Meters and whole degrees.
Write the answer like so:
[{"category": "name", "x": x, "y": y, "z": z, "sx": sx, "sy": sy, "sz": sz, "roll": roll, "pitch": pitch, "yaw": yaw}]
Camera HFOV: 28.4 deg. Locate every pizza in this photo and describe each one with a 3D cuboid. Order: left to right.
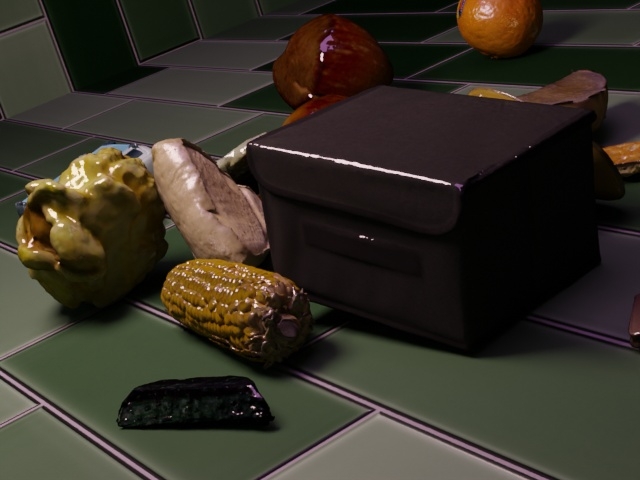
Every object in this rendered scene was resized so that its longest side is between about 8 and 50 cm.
[{"category": "pizza", "x": 0.439, "y": -0.111, "z": 1.765, "sx": 0.160, "sy": 0.035, "sz": 0.099, "roll": -8, "pitch": 21, "yaw": 26}]

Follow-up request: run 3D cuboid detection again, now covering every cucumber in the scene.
[{"category": "cucumber", "x": -0.133, "y": 0.181, "z": 1.444, "sx": 0.220, "sy": 0.046, "sz": 0.070, "roll": -5, "pitch": 15, "yaw": 32}]

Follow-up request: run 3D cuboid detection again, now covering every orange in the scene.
[{"category": "orange", "x": 0.363, "y": -0.451, "z": 2.562, "sx": 0.178, "sy": 0.155, "sz": 0.177, "roll": 13, "pitch": -3, "yaw": 1}]

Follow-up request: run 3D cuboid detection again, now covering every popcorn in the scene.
[{"category": "popcorn", "x": -0.336, "y": -0.018, "z": 1.877, "sx": 0.195, "sy": 0.256, "sz": 0.255, "roll": 43, "pitch": 19, "yaw": 23}]

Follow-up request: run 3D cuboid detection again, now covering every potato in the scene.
[{"category": "potato", "x": 0.378, "y": -0.191, "z": 1.945, "sx": 0.243, "sy": 0.098, "sz": 0.138, "roll": -24, "pitch": 23, "yaw": -36}]

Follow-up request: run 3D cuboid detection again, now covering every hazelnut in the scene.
[{"category": "hazelnut", "x": 0.029, "y": -0.340, "z": 2.485, "sx": 0.218, "sy": 0.218, "sz": 0.234, "roll": -28, "pitch": 22, "yaw": -28}]

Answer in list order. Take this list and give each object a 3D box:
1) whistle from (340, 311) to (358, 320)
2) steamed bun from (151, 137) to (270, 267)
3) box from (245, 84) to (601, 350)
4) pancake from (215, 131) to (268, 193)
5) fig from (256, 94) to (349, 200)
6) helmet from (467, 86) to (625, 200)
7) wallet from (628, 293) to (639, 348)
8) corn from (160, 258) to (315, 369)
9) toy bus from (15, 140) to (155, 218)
[{"category": "whistle", "x": 0.079, "y": 0.051, "z": 1.628, "sx": 0.033, "sy": 0.033, "sz": 0.176, "roll": -2, "pitch": 25, "yaw": 37}, {"category": "steamed bun", "x": -0.151, "y": -0.024, "z": 1.858, "sx": 0.110, "sy": 0.231, "sz": 0.212, "roll": -37, "pitch": -24, "yaw": 15}, {"category": "box", "x": 0.128, "y": -0.044, "z": 1.524, "sx": 0.251, "sy": 0.204, "sz": 0.345, "roll": -29, "pitch": 30, "yaw": -36}, {"category": "pancake", "x": -0.108, "y": -0.123, "z": 2.099, "sx": 0.254, "sy": 0.037, "sz": 0.253, "roll": -29, "pitch": -11, "yaw": -6}, {"category": "fig", "x": -0.018, "y": -0.094, "z": 1.982, "sx": 0.191, "sy": 0.190, "sz": 0.290, "roll": -38, "pitch": -10, "yaw": -46}, {"category": "helmet", "x": 0.255, "y": -0.083, "z": 1.671, "sx": 0.140, "sy": 0.205, "sz": 0.257, "roll": -50, "pitch": 49, "yaw": -8}, {"category": "wallet", "x": 0.395, "y": 0.072, "z": 1.301, "sx": 0.153, "sy": 0.038, "sz": 0.118, "roll": -8, "pitch": 19, "yaw": 20}, {"category": "corn", "x": -0.110, "y": 0.079, "z": 1.601, "sx": 0.115, "sy": 0.115, "sz": 0.318, "roll": -27, "pitch": 21, "yaw": -26}, {"category": "toy bus", "x": -0.376, "y": -0.067, "z": 2.192, "sx": 0.165, "sy": 0.133, "sz": 0.271, "roll": 1, "pitch": 28, "yaw": 30}]
